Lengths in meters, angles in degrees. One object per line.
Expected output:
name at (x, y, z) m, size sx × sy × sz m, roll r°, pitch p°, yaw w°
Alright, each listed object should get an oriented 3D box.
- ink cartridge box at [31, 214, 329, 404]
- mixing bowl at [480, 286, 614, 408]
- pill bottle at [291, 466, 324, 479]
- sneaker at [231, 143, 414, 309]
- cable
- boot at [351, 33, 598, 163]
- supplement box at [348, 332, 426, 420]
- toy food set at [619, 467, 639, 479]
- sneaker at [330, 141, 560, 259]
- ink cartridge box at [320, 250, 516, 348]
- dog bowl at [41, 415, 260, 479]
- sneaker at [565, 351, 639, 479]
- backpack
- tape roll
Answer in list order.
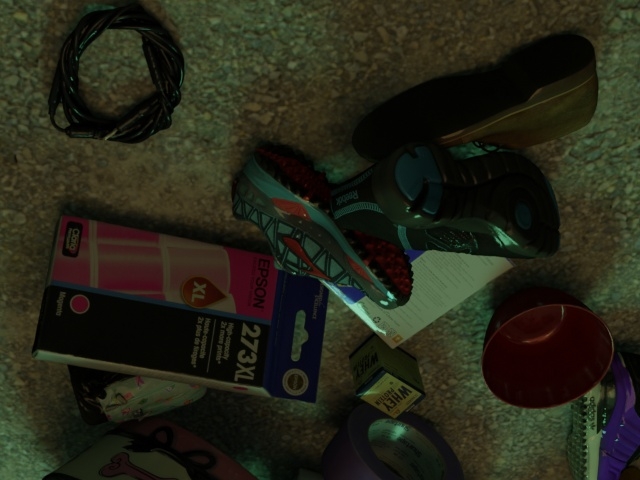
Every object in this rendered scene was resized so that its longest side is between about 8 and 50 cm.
ink cartridge box at (-0.164, 0.091, 1.677) m, size 0.371 × 0.175 × 0.069 m, roll 12°, pitch 163°, yaw -17°
mixing bowl at (0.296, 0.130, 1.804) m, size 0.181 × 0.098 × 0.181 m, roll -4°, pitch 125°, yaw -6°
pill bottle at (0.087, 0.440, 1.935) m, size 0.302 × 0.169 × 0.169 m, roll 22°, pitch 121°, yaw -2°
sneaker at (0.000, 0.000, 1.651) m, size 0.262 × 0.104 × 0.125 m, roll 43°, pitch 124°, yaw 4°
cable at (-0.231, -0.189, 1.544) m, size 0.151 × 0.047 × 0.184 m, roll 14°, pitch 121°, yaw -16°
boot at (0.192, -0.139, 1.604) m, size 0.305 × 0.112 × 0.115 m, roll -18°, pitch 136°, yaw 3°
supplement box at (0.091, 0.187, 1.827) m, size 0.083 × 0.083 × 0.056 m, roll 33°, pitch 115°, yaw -26°
toy food set at (0.524, 0.463, 2.063) m, size 0.111 × 0.104 × 0.232 m, roll -9°, pitch 125°, yaw -1°
sneaker at (0.162, -0.043, 1.614) m, size 0.341 × 0.125 × 0.140 m, roll 14°, pitch 157°, yaw -42°
ink cartridge box at (0.113, 0.021, 1.736) m, size 0.208 × 0.045 × 0.206 m, roll -35°, pitch 121°, yaw 17°
dog bowl at (-0.169, 0.395, 1.784) m, size 0.150 × 0.408 × 0.408 m, roll -51°, pitch 127°, yaw -24°
sneaker at (0.440, 0.281, 1.927) m, size 0.146 × 0.102 × 0.293 m, roll -8°, pitch 125°, yaw -3°
backpack at (-0.236, 0.164, 1.746) m, size 0.182 × 0.152 × 0.115 m, roll -17°, pitch 132°, yaw -11°
tape roll at (0.101, 0.321, 1.858) m, size 0.189 × 0.189 × 0.080 m, roll 21°, pitch 120°, yaw -20°
